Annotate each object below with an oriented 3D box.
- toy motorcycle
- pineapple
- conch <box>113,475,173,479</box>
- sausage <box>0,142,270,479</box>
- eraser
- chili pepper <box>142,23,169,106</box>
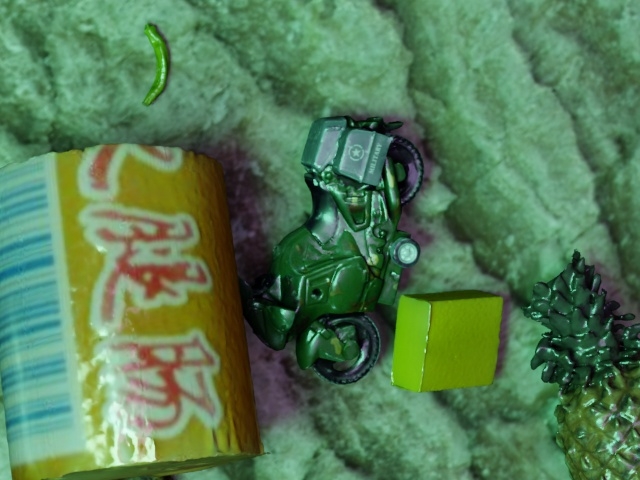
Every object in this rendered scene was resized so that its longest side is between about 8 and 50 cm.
[{"bbox_3d":[0.000,0.000,1.307,0.187,0.125,0.274,15,91,-18],"label":"toy motorcycle"},{"bbox_3d":[0.292,0.151,1.349,0.158,0.158,0.278,-27,85,-5],"label":"pineapple"},{"bbox_3d":[-0.230,0.321,1.281,0.210,0.159,0.291,3,93,-7],"label":"conch"},{"bbox_3d":[-0.183,0.072,1.195,0.233,0.233,0.287,-7,77,-7],"label":"sausage"},{"bbox_3d":[0.130,0.102,1.334,0.122,0.045,0.097,1,99,-47],"label":"eraser"},{"bbox_3d":[-0.168,-0.177,1.316,0.030,0.017,0.083,-5,93,-7],"label":"chili pepper"}]
